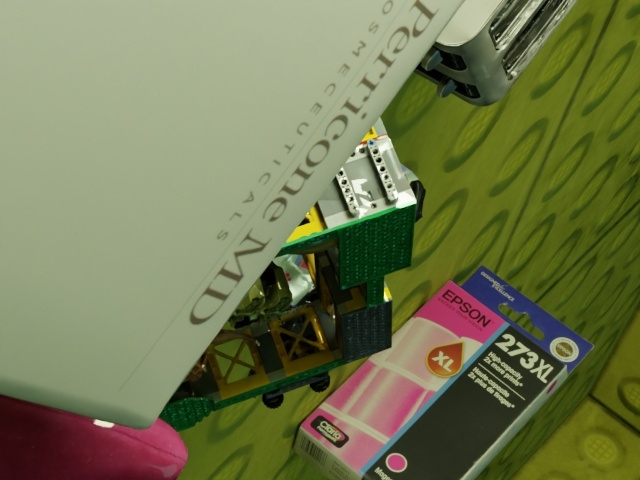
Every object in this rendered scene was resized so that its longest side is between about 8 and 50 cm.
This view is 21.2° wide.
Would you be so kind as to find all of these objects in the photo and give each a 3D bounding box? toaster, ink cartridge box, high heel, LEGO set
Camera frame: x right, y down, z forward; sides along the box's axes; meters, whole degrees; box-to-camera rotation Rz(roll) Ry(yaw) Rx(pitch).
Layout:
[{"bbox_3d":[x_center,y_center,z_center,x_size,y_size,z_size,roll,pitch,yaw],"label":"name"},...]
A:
[{"bbox_3d":[0.119,-0.202,1.252,0.185,0.110,0.168,-52,164,-2],"label":"toaster"},{"bbox_3d":[0.152,0.168,1.969,0.371,0.176,0.069,-41,159,-34],"label":"ink cartridge box"},{"bbox_3d":[-0.176,0.125,0.903,0.377,0.181,0.127,125,-16,-76],"label":"high heel"},{"bbox_3d":[-0.067,-0.025,1.105,0.255,0.192,0.331,-22,157,1],"label":"LEGO set"}]

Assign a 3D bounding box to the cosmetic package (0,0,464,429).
[{"bbox_3d":[-0.151,-0.105,0.506,0.230,0.161,0.453,-54,151,5],"label":"cosmetic package"}]

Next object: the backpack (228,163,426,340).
[{"bbox_3d":[0.000,0.000,1.340,0.182,0.115,0.152,-50,175,-11],"label":"backpack"}]
